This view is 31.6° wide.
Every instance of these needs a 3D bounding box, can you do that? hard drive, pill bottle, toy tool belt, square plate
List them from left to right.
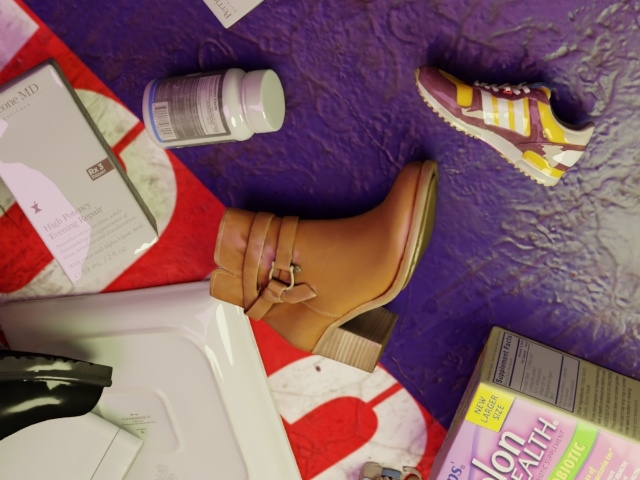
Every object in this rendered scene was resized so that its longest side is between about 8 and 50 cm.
[{"bbox_3d":[-0.431,0.270,1.403,0.353,0.233,0.047,28,164,1],"label":"hard drive"},{"bbox_3d":[-0.222,0.222,1.457,0.347,0.049,0.344,-7,115,21],"label":"square plate"},{"bbox_3d":[-0.113,-0.142,1.206,0.137,0.078,0.078,-4,116,19],"label":"pill bottle"},{"bbox_3d":[0.083,0.311,1.408,0.083,0.051,0.052,4,119,15],"label":"toy tool belt"}]

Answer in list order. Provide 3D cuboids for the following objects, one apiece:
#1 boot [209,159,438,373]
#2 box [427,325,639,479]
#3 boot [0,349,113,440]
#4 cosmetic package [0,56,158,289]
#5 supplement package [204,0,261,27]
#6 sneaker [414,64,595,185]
[{"bbox_3d":[0.000,0.000,1.247,0.220,0.109,0.283,25,129,8],"label":"boot"},{"bbox_3d":[0.265,0.249,1.279,0.243,0.117,0.214,22,122,6],"label":"box"},{"bbox_3d":[-0.413,0.259,1.308,0.347,0.131,0.260,0,91,-26],"label":"boot"},{"bbox_3d":[-0.288,-0.076,1.271,0.117,0.085,0.231,-32,109,-1],"label":"cosmetic package"},{"bbox_3d":[-0.045,-0.305,1.078,0.179,0.105,0.105,-34,104,30],"label":"supplement package"},{"bbox_3d":[0.183,-0.136,1.129,0.185,0.069,0.084,32,114,-9],"label":"sneaker"}]
